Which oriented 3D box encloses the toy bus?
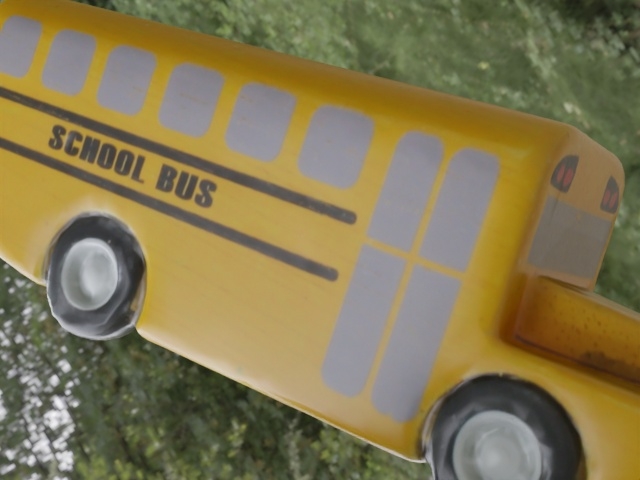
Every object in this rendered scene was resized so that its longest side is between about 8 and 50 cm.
[{"bbox_3d":[0.000,0.000,0.403,0.332,0.130,0.108,20,-177,30],"label":"toy bus"}]
